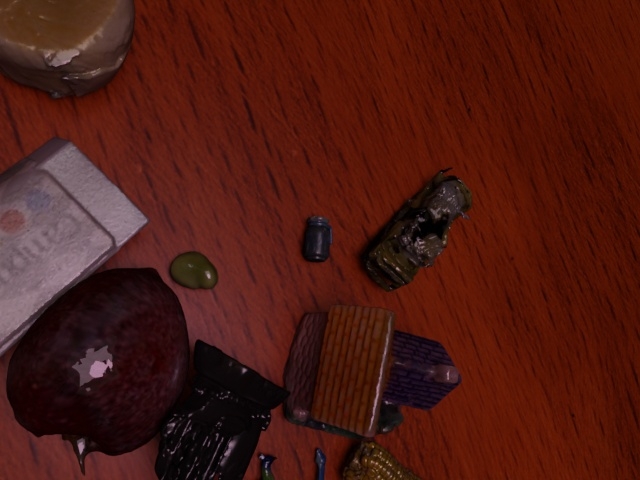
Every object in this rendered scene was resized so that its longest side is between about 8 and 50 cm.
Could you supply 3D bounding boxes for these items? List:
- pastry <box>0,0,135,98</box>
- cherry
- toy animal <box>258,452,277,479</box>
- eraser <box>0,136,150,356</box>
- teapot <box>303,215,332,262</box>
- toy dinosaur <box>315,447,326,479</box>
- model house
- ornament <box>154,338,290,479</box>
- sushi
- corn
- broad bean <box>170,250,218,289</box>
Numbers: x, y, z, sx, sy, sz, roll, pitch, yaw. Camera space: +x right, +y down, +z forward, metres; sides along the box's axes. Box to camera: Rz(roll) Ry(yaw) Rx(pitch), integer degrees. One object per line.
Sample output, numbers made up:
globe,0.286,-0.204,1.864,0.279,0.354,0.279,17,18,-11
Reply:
pastry,-0.422,-0.357,0.805,0.264,0.133,0.265,4,79,-21
cherry,-0.296,0.165,0.726,0.230,0.202,0.301,34,56,-31
toy animal,-0.104,0.469,0.838,0.074,0.041,0.217,21,74,1
eraser,-0.470,0.035,0.743,0.213,0.082,0.397,47,67,-10
teapot,0.001,-0.001,0.965,0.063,0.049,0.084,9,77,-21
toy dinosaur,0.003,0.535,0.853,0.144,0.076,0.330,-10,83,-56
model house,0.088,0.236,0.856,0.236,0.237,0.203,23,71,-18
ornament,-0.160,0.304,0.756,0.106,0.251,0.261,17,68,23
sushi,0.209,-0.014,1.015,0.139,0.131,0.291,48,59,-7
corn,0.162,0.465,0.928,0.291,0.101,0.101,37,69,-17
broad bean,-0.212,0.052,0.871,0.083,0.045,0.063,22,83,-9
